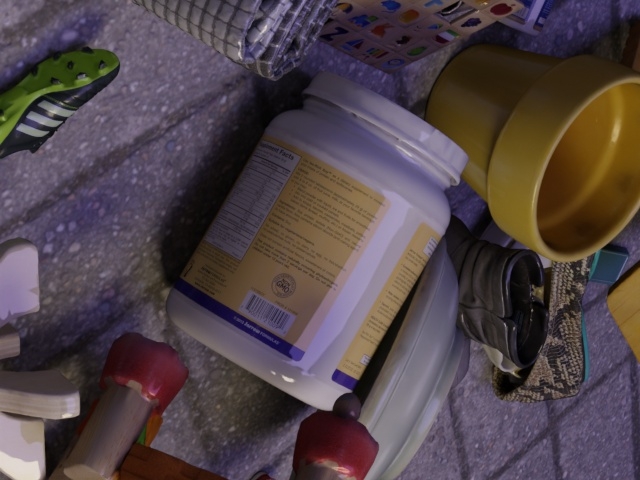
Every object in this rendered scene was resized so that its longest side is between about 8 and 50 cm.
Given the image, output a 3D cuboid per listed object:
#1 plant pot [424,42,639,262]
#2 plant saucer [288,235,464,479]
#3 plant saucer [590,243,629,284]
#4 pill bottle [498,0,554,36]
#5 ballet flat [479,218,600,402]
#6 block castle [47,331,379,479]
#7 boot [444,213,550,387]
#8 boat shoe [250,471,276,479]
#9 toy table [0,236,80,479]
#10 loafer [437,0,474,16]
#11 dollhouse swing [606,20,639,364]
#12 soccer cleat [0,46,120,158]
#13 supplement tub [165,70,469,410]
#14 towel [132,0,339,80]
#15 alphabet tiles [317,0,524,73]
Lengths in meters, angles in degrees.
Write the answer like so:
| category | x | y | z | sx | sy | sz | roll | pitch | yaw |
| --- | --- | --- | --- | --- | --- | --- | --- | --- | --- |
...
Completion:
| category | x | y | z | sx | sy | sz | roll | pitch | yaw |
| --- | --- | --- | --- | --- | --- | --- | --- | --- | --- |
| plant pot | 0.269 | -0.135 | 1.926 | 0.254 | 0.239 | 0.254 | -26 | 133 | -32 |
| plant saucer | 0.085 | 0.183 | 1.876 | 0.400 | 0.100 | 0.400 | -61 | -175 | 8 |
| plant saucer | 0.424 | 0.035 | 2.379 | 0.192 | 0.018 | 0.067 | 9 | 109 | -49 |
| pill bottle | 0.271 | -0.326 | 1.933 | 0.067 | 0.067 | 0.120 | 9 | 109 | -49 |
| ballet flat | 0.307 | 0.056 | 2.183 | 0.182 | 0.164 | 0.483 | -14 | 129 | -15 |
| block castle | -0.127 | 0.297 | 1.673 | 0.453 | 0.303 | 0.213 | 106 | 8 | -54 |
| boot | 0.204 | 0.118 | 2.045 | 0.118 | 0.223 | 0.338 | -37 | 137 | -24 |
| boat shoe | -0.100 | 0.379 | 2.052 | 0.137 | 0.043 | 0.049 | -55 | 143 | 1 |
| toy table | -0.350 | 0.127 | 1.480 | 0.161 | 0.252 | 0.274 | -8 | 119 | -28 |
| loafer | 0.148 | -0.310 | 1.795 | 0.268 | 0.092 | 0.102 | -8 | 123 | -41 |
| dollhouse swing | 0.461 | -0.080 | 2.184 | 0.315 | 0.305 | 0.347 | -48 | -171 | 36 |
| soccer cleat | -0.277 | -0.132 | 1.513 | 0.179 | 0.060 | 0.072 | -33 | 145 | -18 |
| supplement tub | 0.000 | 0.000 | 1.730 | 0.241 | 0.241 | 0.331 | 34 | 85 | -51 |
| towel | -0.060 | -0.320 | 1.463 | 0.283 | 0.235 | 0.121 | -58 | 145 | 4 |
| alphabet tiles | 0.089 | -0.264 | 1.728 | 0.198 | 0.009 | 0.237 | -23 | 155 | 32 |
